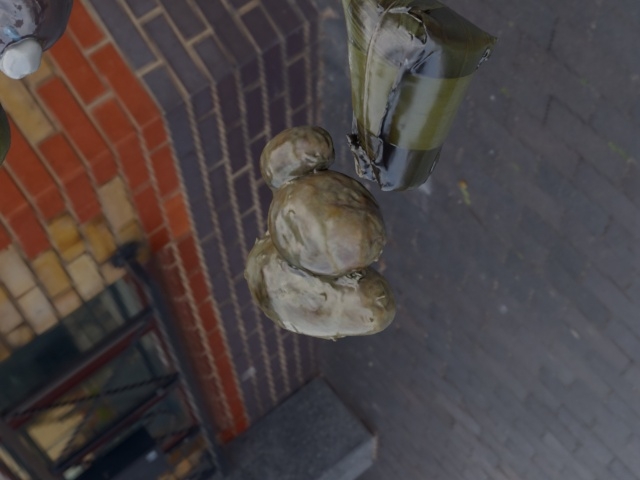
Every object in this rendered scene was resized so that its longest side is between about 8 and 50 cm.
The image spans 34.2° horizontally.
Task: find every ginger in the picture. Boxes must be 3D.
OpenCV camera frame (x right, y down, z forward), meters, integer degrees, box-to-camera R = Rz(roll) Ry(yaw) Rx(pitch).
[{"bbox_3d":[0.000,0.000,1.396,0.244,0.155,0.304,39,138,37],"label":"ginger"}]

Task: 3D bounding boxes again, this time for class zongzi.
[{"bbox_3d":[0.081,-0.262,1.574,0.317,0.154,0.289,48,129,34],"label":"zongzi"}]

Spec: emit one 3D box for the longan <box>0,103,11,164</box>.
[{"bbox_3d":[-0.495,-0.135,1.378,0.145,0.176,0.155,64,-169,-7],"label":"longan"}]

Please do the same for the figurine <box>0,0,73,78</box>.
[{"bbox_3d":[-0.606,-0.492,1.890,0.365,0.218,0.206,48,174,-22],"label":"figurine"}]
